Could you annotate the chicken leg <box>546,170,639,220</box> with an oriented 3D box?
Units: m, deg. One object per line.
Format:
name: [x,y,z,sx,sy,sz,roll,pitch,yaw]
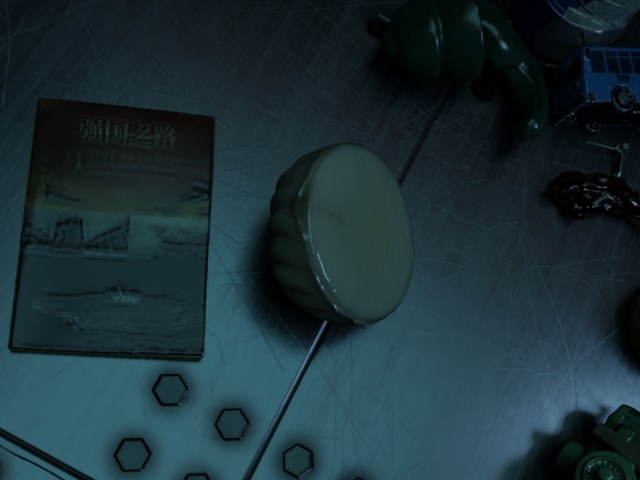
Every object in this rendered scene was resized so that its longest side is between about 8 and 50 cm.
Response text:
chicken leg: [0.480,-0.066,1.388,0.219,0.048,0.090,11,75,-11]

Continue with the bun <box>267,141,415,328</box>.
bun: [0.000,0.000,1.195,0.263,0.175,0.263,14,72,-49]

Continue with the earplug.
earplug: [0.238,-0.299,1.363,0.280,0.164,0.258,-4,111,-4]

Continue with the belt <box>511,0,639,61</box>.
belt: [0.477,-0.480,1.476,0.212,0.117,0.347,30,68,-3]

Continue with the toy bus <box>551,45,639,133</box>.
toy bus: [0.516,-0.261,1.421,0.234,0.116,0.134,-1,77,-16]

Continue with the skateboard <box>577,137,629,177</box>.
skateboard: [0.482,-0.145,1.425,0.083,0.032,0.064,14,81,-13]

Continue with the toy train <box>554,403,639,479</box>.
toy train: [0.495,0.354,1.168,0.221,0.150,0.304,-42,54,-17]

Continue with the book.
book: [-0.289,-0.019,1.191,0.262,0.028,0.374,4,73,-11]

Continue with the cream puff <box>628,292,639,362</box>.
cream puff: [0.599,0.131,1.295,0.183,0.169,0.183,4,74,-14]
